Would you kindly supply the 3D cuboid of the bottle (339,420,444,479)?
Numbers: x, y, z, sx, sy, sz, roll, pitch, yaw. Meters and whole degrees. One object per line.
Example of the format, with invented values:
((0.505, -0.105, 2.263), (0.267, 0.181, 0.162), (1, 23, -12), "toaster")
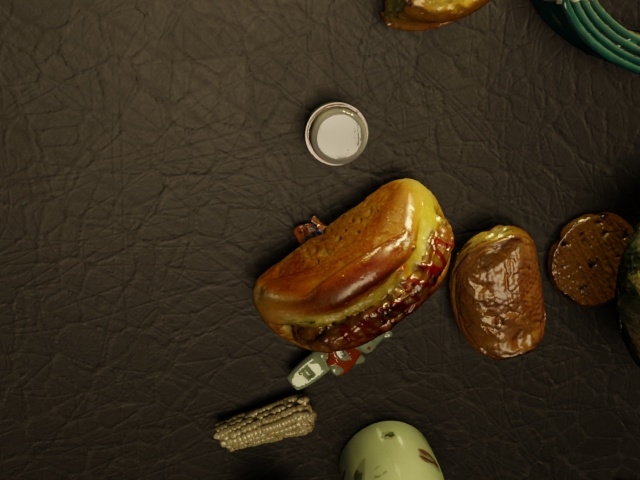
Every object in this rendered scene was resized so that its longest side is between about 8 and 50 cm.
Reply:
((0.176, 0.540, 1.622), (0.229, 0.351, 0.229), (-3, 108, -10), "bottle")

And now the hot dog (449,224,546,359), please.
((0.362, 0.098, 1.630), (0.196, 0.122, 0.272), (-16, 106, -5), "hot dog")

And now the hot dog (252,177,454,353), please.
((0.079, 0.069, 1.503), (0.405, 0.223, 0.185), (-36, 122, 1), "hot dog")

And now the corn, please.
((-0.112, 0.382, 1.670), (0.211, 0.087, 0.087), (-18, 110, 1), "corn")

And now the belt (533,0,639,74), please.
((0.572, -0.468, 1.450), (0.437, 0.173, 0.300), (24, 105, -15), "belt")

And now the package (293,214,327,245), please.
((0.000, 0.001, 1.585), (0.077, 0.033, 0.110), (-42, 114, -4), "package")

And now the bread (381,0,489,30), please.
((0.247, -0.507, 1.373), (0.179, 0.194, 0.339), (17, 100, -12), "bread")

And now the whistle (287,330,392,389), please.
((0.039, 0.211, 1.628), (0.253, 0.106, 0.101), (-38, 69, 5), "whistle")

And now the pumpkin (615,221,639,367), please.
((0.768, 0.103, 1.560), (0.455, 0.344, 0.453), (-2, 93, -45), "pumpkin")

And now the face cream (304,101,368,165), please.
((0.027, -0.199, 1.487), (0.117, 0.104, 0.117), (-3, 108, -9), "face cream")

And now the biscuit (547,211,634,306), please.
((0.574, 0.041, 1.688), (0.212, 0.036, 0.212), (-3, 110, -9), "biscuit")
